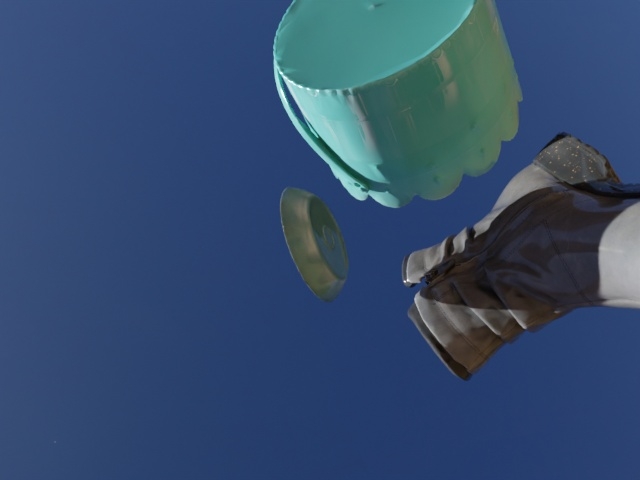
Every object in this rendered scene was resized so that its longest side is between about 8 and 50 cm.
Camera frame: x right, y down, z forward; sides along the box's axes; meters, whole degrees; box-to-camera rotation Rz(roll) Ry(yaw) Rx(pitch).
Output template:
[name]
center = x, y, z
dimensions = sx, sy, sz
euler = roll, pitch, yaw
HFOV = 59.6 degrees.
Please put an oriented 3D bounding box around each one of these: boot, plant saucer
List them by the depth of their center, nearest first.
[boot]
center = 0.192, 0.049, 0.455
dimensions = 0.222, 0.338, 0.118
euler = -41, -75, 13
[plant saucer]
center = 0.000, 0.000, 0.542
dimensions = 0.119, 0.021, 0.119
euler = 55, -157, -37

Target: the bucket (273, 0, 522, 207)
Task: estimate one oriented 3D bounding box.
[bucket]
center = 0.089, -0.202, 0.657
dimensions = 0.183, 0.280, 0.281
euler = 51, -131, -49
